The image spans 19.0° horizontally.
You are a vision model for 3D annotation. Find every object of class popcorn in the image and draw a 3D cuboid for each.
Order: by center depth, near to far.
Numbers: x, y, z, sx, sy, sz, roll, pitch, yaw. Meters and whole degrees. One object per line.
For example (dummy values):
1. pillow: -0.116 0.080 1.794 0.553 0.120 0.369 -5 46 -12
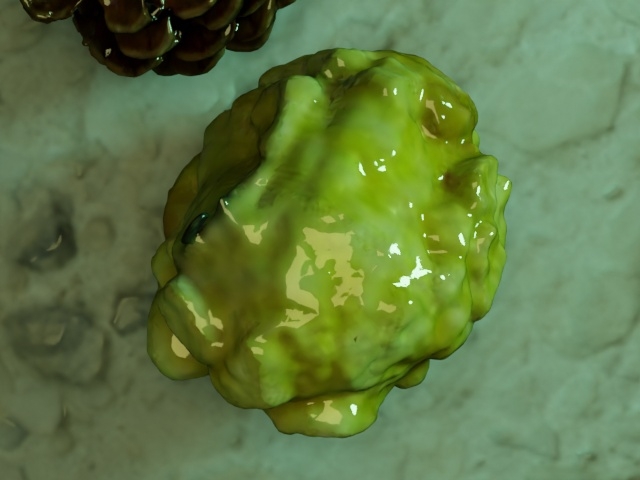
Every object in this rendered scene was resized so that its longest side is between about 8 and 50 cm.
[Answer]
1. popcorn: 0.000 0.000 1.336 0.252 0.215 0.286 2 49 31

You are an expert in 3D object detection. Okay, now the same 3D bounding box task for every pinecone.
1. pinecone: -0.119 -0.242 1.343 0.243 0.257 0.243 -4 73 12
